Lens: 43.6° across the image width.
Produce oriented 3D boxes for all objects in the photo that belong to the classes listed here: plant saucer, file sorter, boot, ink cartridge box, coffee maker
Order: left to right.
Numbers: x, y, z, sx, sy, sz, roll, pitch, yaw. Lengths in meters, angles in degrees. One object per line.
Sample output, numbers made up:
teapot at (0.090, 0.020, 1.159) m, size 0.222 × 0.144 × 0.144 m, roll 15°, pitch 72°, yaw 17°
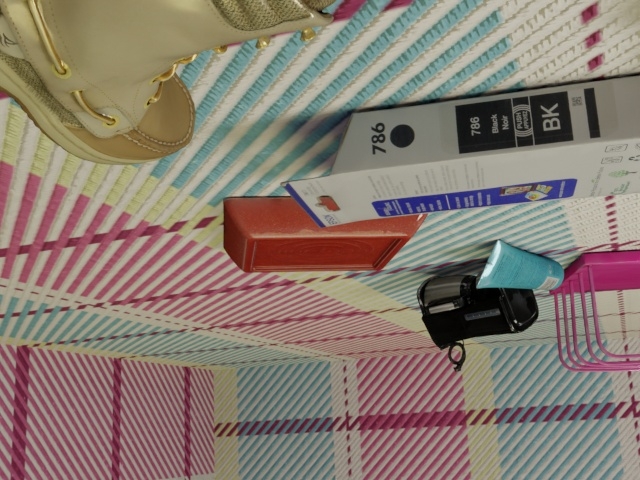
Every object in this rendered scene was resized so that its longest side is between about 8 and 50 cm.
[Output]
boot at (-0.079, -0.123, 0.462) m, size 0.203 × 0.095 × 0.262 m, roll -8°, pitch 161°, yaw 16°
plant saucer at (0.000, 0.000, 1.069) m, size 0.258 × 0.048 × 0.259 m, roll -1°, pitch 167°, yaw -7°
ink cartridge box at (0.140, -0.076, 0.749) m, size 0.332 × 0.065 × 0.165 m, roll -7°, pitch 166°, yaw 11°
coffee maker at (0.283, 0.127, 1.395) m, size 0.178 × 0.120 × 0.171 m, roll -16°, pitch 118°, yaw 45°
file sorter at (0.548, 0.136, 1.435) m, size 0.202 × 0.182 × 0.291 m, roll -3°, pitch 166°, yaw 4°

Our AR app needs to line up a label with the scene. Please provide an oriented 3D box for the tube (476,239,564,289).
tube at (0.322, 0.048, 1.286) m, size 0.052 × 0.080 × 0.207 m, roll 25°, pitch -170°, yaw 41°
